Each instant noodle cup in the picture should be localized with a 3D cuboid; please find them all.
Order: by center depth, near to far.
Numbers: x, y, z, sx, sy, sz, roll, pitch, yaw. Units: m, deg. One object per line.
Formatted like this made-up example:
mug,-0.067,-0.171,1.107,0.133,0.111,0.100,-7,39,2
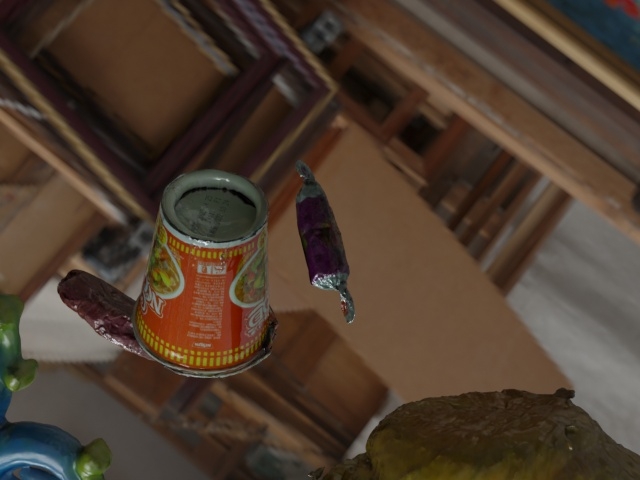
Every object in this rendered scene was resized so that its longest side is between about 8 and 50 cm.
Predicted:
instant noodle cup,-0.135,0.032,1.627,0.193,0.193,0.212,-51,160,-42

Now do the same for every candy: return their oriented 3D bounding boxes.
candy,0.000,0.000,1.331,0.043,0.175,0.045,-17,163,6

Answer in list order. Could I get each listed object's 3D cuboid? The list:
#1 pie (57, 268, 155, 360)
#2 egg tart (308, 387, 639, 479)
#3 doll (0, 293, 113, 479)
pie,-0.279,0.103,1.787,0.049,0.182,0.182,-55,178,3
egg tart,0.175,0.237,1.354,0.339,0.351,0.153,-24,113,-58
doll,-0.295,0.143,0.893,0.099,0.346,0.341,-69,176,-73
